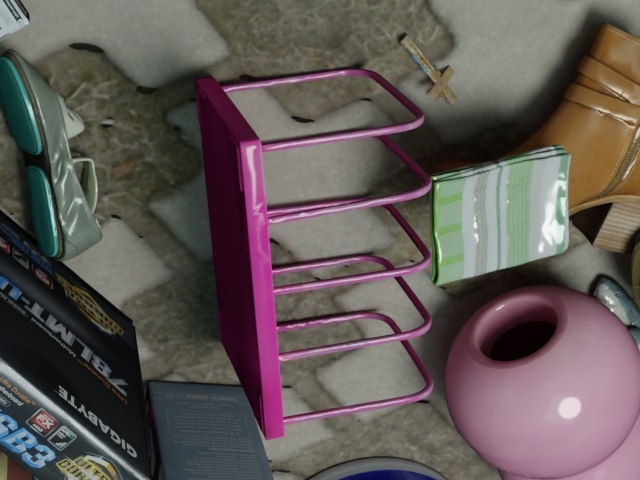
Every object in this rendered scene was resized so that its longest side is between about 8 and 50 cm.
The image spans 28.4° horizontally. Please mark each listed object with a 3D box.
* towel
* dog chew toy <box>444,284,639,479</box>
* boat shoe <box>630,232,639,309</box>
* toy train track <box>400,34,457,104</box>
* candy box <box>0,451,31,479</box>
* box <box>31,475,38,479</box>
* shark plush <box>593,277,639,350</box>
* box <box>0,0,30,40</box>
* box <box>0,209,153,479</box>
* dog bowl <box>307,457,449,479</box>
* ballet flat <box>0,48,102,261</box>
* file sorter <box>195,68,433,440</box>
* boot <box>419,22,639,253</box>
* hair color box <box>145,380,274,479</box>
[{"bbox_3d":[0.171,-0.023,1.194,0.152,0.023,0.113,-14,113,-25],"label":"towel"},{"bbox_3d":[0.266,0.205,1.362,0.206,0.207,0.332,-30,124,1],"label":"dog chew toy"},{"bbox_3d":[0.384,0.052,1.369,0.080,0.073,0.223,-25,131,18],"label":"boat shoe"},{"bbox_3d":[0.105,-0.167,1.256,0.083,0.014,0.048,50,55,-17],"label":"toy train track"},{"bbox_3d":[-0.387,0.298,1.183,0.087,0.183,0.316,31,102,-23],"label":"candy box"},{"bbox_3d":[-0.377,0.290,1.316,0.216,0.060,0.270,-2,113,-12],"label":"box"},{"bbox_3d":[0.368,0.097,1.415,0.161,0.073,0.067,19,77,-15],"label":"shark plush"},{"bbox_3d":[-0.357,-0.252,1.101,0.114,0.036,0.207,-30,116,1],"label":"box"},{"bbox_3d":[-0.277,0.073,1.117,0.073,0.293,0.295,-42,115,6],"label":"box"},{"bbox_3d":[0.064,0.384,1.436,0.264,0.104,0.265,-5,113,-11],"label":"dog bowl"},{"bbox_3d":[-0.250,-0.084,1.192,0.068,0.072,0.213,-25,120,-32],"label":"ballet flat"},{"bbox_3d":[0.000,0.000,1.206,0.182,0.202,0.291,-9,115,-13],"label":"file sorter"},{"bbox_3d":[0.251,-0.109,1.263,0.283,0.109,0.220,11,112,-20],"label":"boot"},{"bbox_3d":[-0.111,0.306,1.211,0.113,0.374,0.185,5,111,-15],"label":"hair color box"}]
